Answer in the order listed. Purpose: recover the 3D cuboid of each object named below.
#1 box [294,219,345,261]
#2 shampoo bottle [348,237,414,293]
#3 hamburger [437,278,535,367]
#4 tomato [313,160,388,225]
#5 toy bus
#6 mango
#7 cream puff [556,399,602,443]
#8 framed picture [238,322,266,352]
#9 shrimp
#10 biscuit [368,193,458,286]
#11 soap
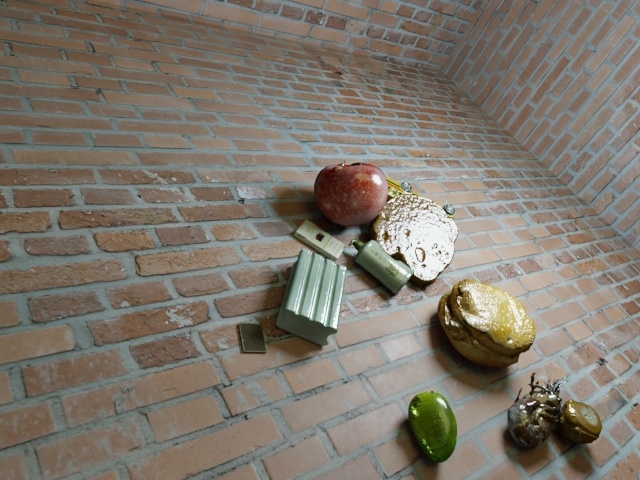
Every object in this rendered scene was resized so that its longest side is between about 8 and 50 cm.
[{"bbox_3d":[0.000,0.000,1.705,0.166,0.024,0.090,33,37,2],"label":"box"},{"bbox_3d":[0.196,0.072,1.704,0.234,0.087,0.118,39,41,11],"label":"shampoo bottle"},{"bbox_3d":[0.526,0.269,1.634,0.313,0.170,0.290,15,36,-18],"label":"hamburger"},{"bbox_3d":[0.108,-0.165,1.792,0.269,0.227,0.270,-2,16,0],"label":"tomato"},{"bbox_3d":[0.378,-0.130,2.039,0.335,0.121,0.123,27,46,-5],"label":"toy bus"},{"bbox_3d":[0.290,0.478,1.294,0.119,0.100,0.179,-10,51,6],"label":"mango"},{"bbox_3d":[0.779,0.557,1.531,0.143,0.103,0.127,9,46,-26],"label":"cream puff"},{"bbox_3d":[-0.177,0.253,1.306,0.066,0.007,0.089,8,43,-28],"label":"framed picture"},{"bbox_3d":[0.654,0.487,1.512,0.343,0.117,0.145,-27,66,-42],"label":"shrimp"},{"bbox_3d":[0.349,-0.007,1.857,0.358,0.074,0.382,9,59,-11],"label":"biscuit"},{"bbox_3d":[-0.021,0.158,1.454,0.159,0.088,0.266,24,37,-9],"label":"soap"}]
